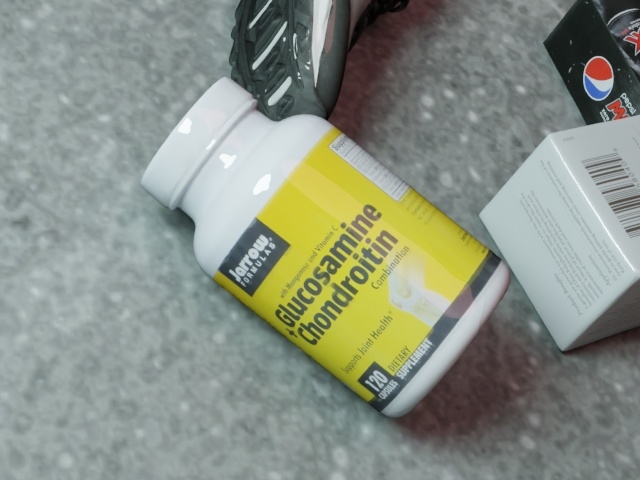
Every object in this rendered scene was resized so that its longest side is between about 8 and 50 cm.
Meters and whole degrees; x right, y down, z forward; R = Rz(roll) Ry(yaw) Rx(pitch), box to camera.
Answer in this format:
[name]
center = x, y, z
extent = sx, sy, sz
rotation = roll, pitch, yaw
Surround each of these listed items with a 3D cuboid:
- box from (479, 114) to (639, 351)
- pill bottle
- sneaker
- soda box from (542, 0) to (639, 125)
[box]
center = 0.170, -0.006, 1.082
extent = 0.102, 0.087, 0.101
rotation = -13, 63, -38
[pill bottle]
center = 0.000, 0.000, 0.966
extent = 0.184, 0.103, 0.103
rotation = 38, 46, 2
[sneaker]
center = 0.016, -0.164, 1.111
extent = 0.108, 0.100, 0.271
rotation = 26, 46, -18
[soda box]
center = 0.209, -0.080, 1.182
extent = 0.053, 0.060, 0.169
rotation = -5, 59, -34
